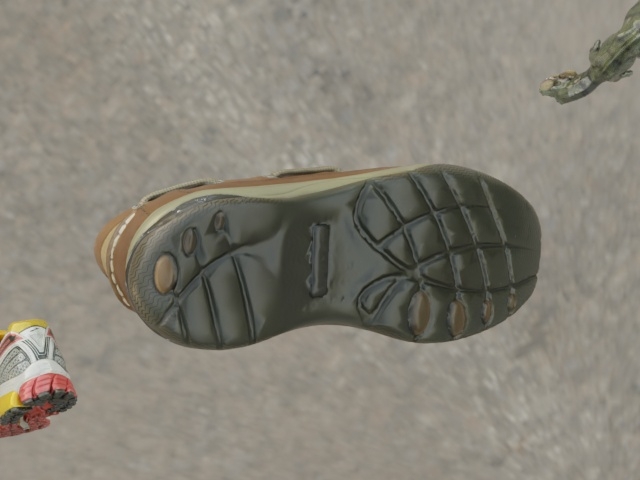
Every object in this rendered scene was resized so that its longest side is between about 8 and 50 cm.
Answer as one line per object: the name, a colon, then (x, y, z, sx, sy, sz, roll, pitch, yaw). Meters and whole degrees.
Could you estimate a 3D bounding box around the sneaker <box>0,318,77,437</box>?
sneaker: (-0.295, 0.135, 1.705, 0.088, 0.225, 0.093, -5, 74, -33)

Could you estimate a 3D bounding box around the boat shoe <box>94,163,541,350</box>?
boat shoe: (0.000, 0.000, 1.188, 0.120, 0.324, 0.122, 19, 105, 54)

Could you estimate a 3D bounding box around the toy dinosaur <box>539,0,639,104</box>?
toy dinosaur: (0.342, -0.226, 1.859, 0.064, 0.118, 0.268, 48, 132, 4)
